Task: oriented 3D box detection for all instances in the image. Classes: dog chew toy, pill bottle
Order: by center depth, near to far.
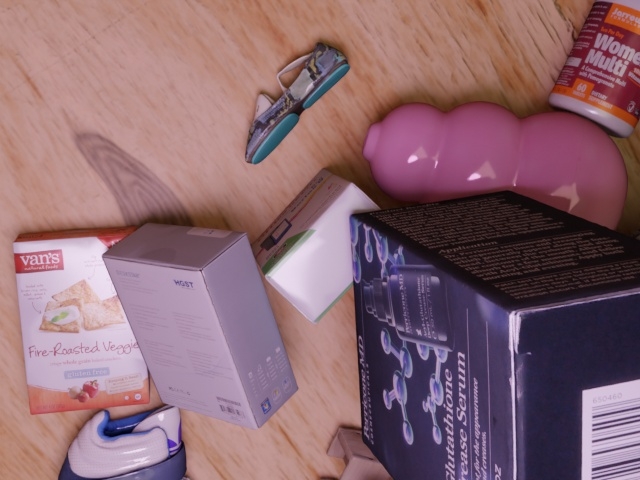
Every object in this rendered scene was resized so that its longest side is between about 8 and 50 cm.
[{"bbox_3d":[0.218,-0.086,1.282,0.332,0.206,0.206,15,98,-3],"label":"dog chew toy"},{"bbox_3d":[0.401,-0.257,1.311,0.121,0.121,0.221,23,96,-12],"label":"pill bottle"}]

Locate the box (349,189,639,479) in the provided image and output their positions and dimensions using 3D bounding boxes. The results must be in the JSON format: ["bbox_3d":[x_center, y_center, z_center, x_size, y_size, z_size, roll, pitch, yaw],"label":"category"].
[{"bbox_3d":[0.195,0.135,1.012,0.212,0.395,0.293,-8,105,-16],"label":"box"}]

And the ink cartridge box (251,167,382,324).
[{"bbox_3d":[0.000,0.000,1.252,0.093,0.212,0.154,43,91,-11],"label":"ink cartridge box"}]

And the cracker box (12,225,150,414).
[{"bbox_3d":[-0.309,0.103,1.299,0.156,0.067,0.232,-5,100,-8],"label":"cracker box"}]

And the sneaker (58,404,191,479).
[{"bbox_3d":[-0.189,0.343,1.328,0.323,0.130,0.236,17,102,-6],"label":"sneaker"}]

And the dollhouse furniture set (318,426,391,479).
[{"bbox_3d":[0.090,0.473,1.354,0.198,0.286,0.303,16,111,-24],"label":"dollhouse furniture set"}]

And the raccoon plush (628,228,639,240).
[{"bbox_3d":[0.531,0.156,1.243,0.446,0.299,0.216,17,131,-28],"label":"raccoon plush"}]

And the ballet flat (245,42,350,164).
[{"bbox_3d":[-0.044,-0.183,1.296,0.188,0.070,0.070,-45,103,0],"label":"ballet flat"}]

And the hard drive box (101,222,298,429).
[{"bbox_3d":[-0.148,0.104,1.237,0.089,0.181,0.232,-41,125,-40],"label":"hard drive box"}]
